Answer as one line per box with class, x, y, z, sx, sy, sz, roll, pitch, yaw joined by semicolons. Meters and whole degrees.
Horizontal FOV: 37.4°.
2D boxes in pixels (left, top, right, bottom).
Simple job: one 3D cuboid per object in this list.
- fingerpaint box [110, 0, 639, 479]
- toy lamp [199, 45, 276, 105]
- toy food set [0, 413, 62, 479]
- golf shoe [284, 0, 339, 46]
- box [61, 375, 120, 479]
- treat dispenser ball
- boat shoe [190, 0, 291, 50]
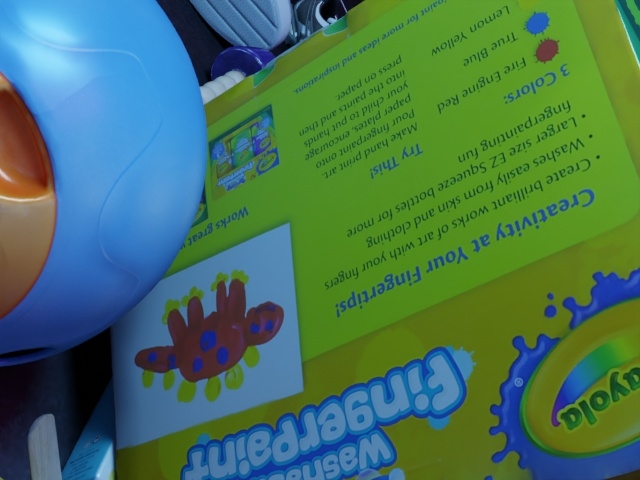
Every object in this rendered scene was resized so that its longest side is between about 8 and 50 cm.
fingerpaint box;0.057;0.035;0.669;0.163;0.445;0.371;25;46;-47
toy lamp;-0.121;-0.160;1.037;0.080;0.080;0.274;58;30;-8
toy food set;-0.251;0.202;0.576;0.218;0.071;0.128;-32;118;-58
golf shoe;0.008;-0.251;1.292;0.077;0.094;0.198;6;63;-56
box;-0.129;0.142;0.803;0.100;0.060;0.244;49;33;-22
treat dispenser ball;-0.217;-0.063;0.604;0.288;0.288;0.288;36;39;-37
boat shoe;-0.128;-0.389;1.162;0.335;0.121;0.119;57;35;-5
